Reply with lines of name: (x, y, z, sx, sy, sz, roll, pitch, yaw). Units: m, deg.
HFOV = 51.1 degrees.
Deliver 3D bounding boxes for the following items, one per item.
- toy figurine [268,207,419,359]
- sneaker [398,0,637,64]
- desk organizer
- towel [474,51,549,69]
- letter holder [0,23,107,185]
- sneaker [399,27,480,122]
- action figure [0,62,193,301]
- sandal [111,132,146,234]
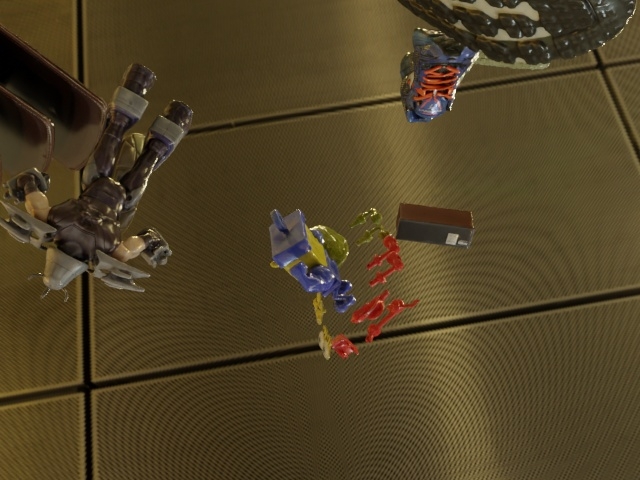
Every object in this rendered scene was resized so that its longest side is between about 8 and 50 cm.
toy figurine: (0.000, 0.000, 1.136, 0.191, 0.217, 0.363, -36, -151, 15)
sneaker: (0.109, -0.297, 0.571, 0.182, 0.158, 0.410, -52, -129, 7)
desk organizer: (0.197, -0.027, 1.163, 0.130, 0.047, 0.050, 7, -140, 1)
towel: (0.228, -0.273, 0.871, 0.148, 0.110, 0.027, 12, -127, 20)
letter holder: (-0.462, -0.153, 1.002, 0.214, 0.301, 0.152, 35, -116, -17)
sneaker: (0.140, -0.191, 0.796, 0.083, 0.221, 0.087, 4, -90, 2)
action figure: (-0.233, -0.054, 0.738, 0.185, 0.099, 0.285, 35, -126, -24)
sandal: (-0.299, -0.072, 0.966, 0.049, 0.072, 0.180, 6, -111, 41)
